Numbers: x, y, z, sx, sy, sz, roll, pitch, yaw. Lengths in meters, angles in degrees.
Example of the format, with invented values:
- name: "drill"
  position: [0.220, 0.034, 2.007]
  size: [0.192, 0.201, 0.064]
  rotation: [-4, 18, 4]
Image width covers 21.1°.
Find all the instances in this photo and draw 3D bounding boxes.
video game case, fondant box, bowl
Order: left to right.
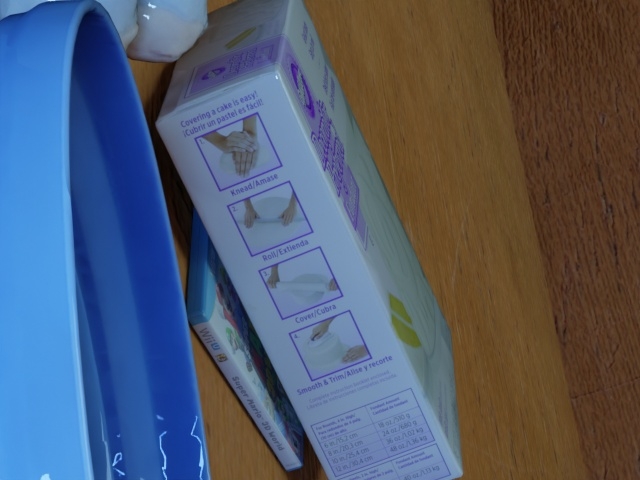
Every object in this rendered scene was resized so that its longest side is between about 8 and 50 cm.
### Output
- name: "bowl"
  position: [-0.097, 0.101, 0.687]
  size: [0.391, 0.077, 0.391]
  rotation: [-8, 90, -90]
- name: "video game case"
  position: [-0.050, 0.067, 1.209]
  size: [0.119, 0.015, 0.166]
  rotation: [-90, 157, -49]
- name: "fondant box"
  position: [0.000, 0.000, 1.268]
  size: [0.238, 0.096, 0.330]
  rotation: [-86, 152, -67]

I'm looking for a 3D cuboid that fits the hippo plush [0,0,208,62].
- name: "hippo plush"
  position: [-0.065, -0.241, 0.966]
  size: [0.234, 0.236, 0.294]
  rotation: [38, 46, -52]
